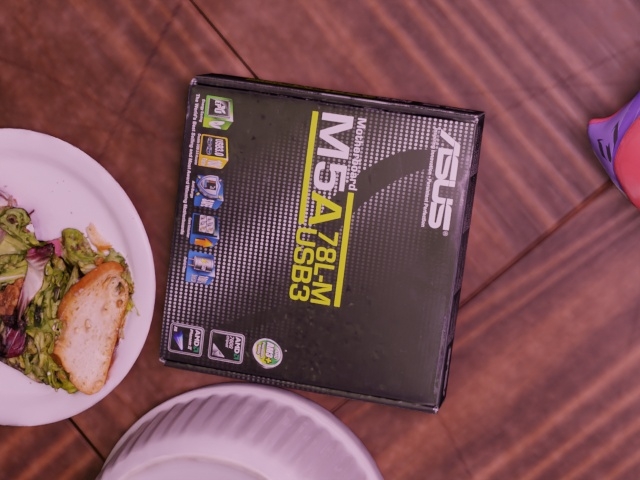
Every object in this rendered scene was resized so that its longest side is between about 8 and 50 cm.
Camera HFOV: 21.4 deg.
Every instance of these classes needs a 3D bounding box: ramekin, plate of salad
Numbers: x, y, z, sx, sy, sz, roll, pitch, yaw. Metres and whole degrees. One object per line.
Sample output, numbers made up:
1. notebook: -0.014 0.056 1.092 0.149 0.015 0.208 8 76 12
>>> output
1. ramekin: -0.060 0.200 1.071 0.207 0.109 0.207 2 98 12
2. plate of salad: -0.207 0.027 1.112 0.200 0.048 0.200 2 99 13

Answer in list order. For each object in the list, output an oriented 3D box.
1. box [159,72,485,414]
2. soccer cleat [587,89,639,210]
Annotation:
1. box: 0.000 0.000 1.064 0.184 0.045 0.190 10 100 13
2. soccer cleat: 0.283 -0.140 0.958 0.318 0.108 0.116 -48 42 3
